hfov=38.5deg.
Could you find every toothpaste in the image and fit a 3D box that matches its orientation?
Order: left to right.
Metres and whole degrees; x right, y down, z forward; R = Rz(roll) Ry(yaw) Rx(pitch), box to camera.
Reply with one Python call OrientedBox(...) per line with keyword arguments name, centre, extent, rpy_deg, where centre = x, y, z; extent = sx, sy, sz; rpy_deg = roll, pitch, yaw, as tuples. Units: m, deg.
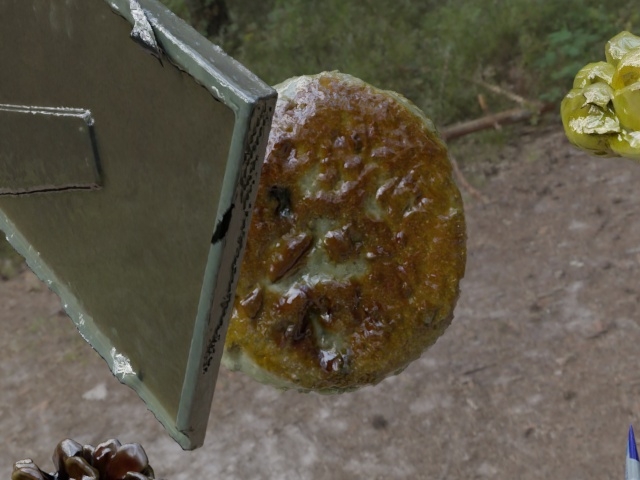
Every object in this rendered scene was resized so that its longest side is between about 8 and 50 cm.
OrientedBox(name="toothpaste", centre=(0.261, 0.186, 0.767), extent=(0.015, 0.024, 0.083), rpy_deg=(0, 25, 15))

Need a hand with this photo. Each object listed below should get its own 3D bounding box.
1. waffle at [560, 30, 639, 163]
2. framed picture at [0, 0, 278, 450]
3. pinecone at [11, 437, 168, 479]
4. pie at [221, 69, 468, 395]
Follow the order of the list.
OrientedBox(name="waffle", centre=(0.252, -0.073, 0.353), extent=(0.312, 0.060, 0.307), rpy_deg=(-13, 20, 17))
OrientedBox(name="framed picture", centre=(-0.130, -0.051, 0.461), extent=(0.019, 0.208, 0.281), rpy_deg=(-19, 50, -38))
OrientedBox(name="pinecone", centre=(-0.221, 0.272, 0.762), extent=(0.212, 0.185, 0.169), rpy_deg=(-28, 12, -34))
OrientedBox(name="pie", centre=(0.000, 0.000, 0.873), extent=(0.315, 0.315, 0.092), rpy_deg=(-21, 0, 1))
